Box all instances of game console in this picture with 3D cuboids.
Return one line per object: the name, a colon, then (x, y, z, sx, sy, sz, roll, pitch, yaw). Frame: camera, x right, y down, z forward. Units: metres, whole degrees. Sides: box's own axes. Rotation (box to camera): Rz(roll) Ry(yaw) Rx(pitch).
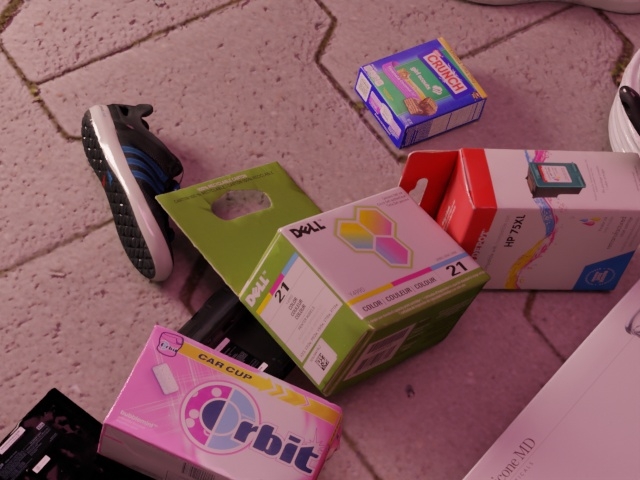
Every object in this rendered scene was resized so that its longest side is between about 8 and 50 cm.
game console: (-0.123, 0.168, 1.444, 0.213, 0.044, 0.361, 37, 57, 11)

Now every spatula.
spatula: (0.350, -0.030, 1.568, 0.030, 0.296, 0.084, -34, 26, -7)

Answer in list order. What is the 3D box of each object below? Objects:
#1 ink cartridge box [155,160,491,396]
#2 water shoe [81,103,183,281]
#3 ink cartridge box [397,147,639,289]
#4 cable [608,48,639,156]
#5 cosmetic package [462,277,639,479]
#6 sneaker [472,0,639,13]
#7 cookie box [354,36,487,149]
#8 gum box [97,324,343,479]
ink cartridge box: (0.000, 0.000, 1.516, 0.255, 0.097, 0.189, 47, 38, 19)
water shoe: (-0.164, -0.056, 1.566, 0.080, 0.073, 0.203, -13, 61, -23)
ink cartridge box: (0.189, -0.019, 1.580, 0.231, 0.134, 0.078, 0, 53, -12)
cable: (0.435, -0.114, 1.731, 0.257, 0.089, 0.257, 38, 56, 14)
cosmetic package: (0.319, 0.219, 1.478, 0.284, 0.097, 0.377, 37, 57, 16)
sneaker: (0.255, -0.344, 1.795, 0.292, 0.169, 0.108, 2, 58, -10)
cookie box: (0.105, -0.155, 1.712, 0.107, 0.040, 0.092, -22, 63, -26)
gum box: (-0.081, 0.164, 1.392, 0.188, 0.062, 0.107, 24, 55, 2)
